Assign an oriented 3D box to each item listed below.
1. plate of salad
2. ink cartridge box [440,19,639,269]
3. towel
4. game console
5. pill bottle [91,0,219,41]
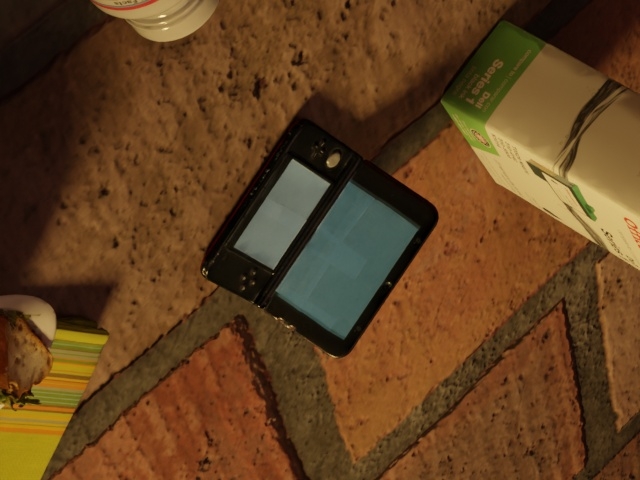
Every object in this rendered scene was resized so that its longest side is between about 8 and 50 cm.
[{"bbox_3d":[-0.247,0.106,1.228,0.200,0.048,0.200,-32,161,-13],"label":"plate of salad"},{"bbox_3d":[0.226,-0.065,1.586,0.092,0.219,0.160,-51,146,-6],"label":"ink cartridge box"},{"bbox_3d":[-0.239,0.157,1.394,0.102,0.021,0.237,11,111,-48],"label":"towel"},{"bbox_3d":[0.000,0.000,1.488,0.144,0.085,0.124,-56,146,2],"label":"game console"},{"bbox_3d":[-0.120,-0.190,1.178,0.087,0.087,0.160,-50,146,-8],"label":"pill bottle"}]
